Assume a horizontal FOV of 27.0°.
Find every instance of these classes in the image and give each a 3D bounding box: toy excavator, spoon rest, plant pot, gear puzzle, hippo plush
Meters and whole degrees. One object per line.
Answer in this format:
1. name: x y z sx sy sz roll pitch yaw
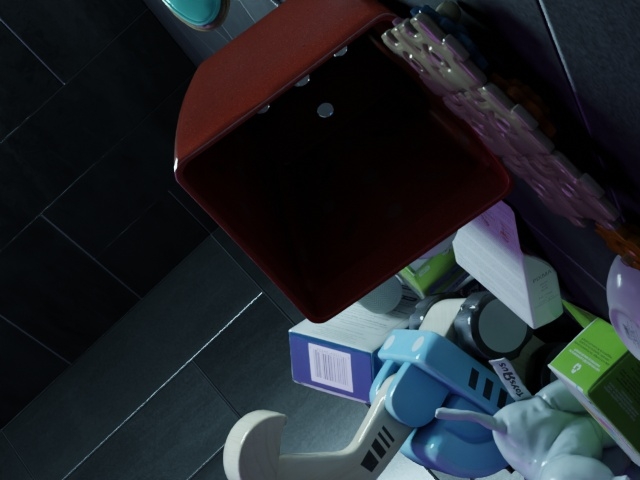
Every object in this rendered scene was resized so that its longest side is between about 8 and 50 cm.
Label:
1. toy excavator: 0.135 0.265 1.972 0.433 0.445 0.222 35 166 -16
2. spoon rest: 0.359 0.120 1.337 0.137 0.084 0.276 41 161 54
3. plant pot: 0.005 -0.124 1.438 0.267 0.267 0.235 49 -169 -35
4. gear puzzle: 0.197 -0.081 1.157 0.339 0.044 0.175 44 176 -7
5. hippo plush: 0.363 0.298 1.814 0.294 0.234 0.236 43 -172 -30

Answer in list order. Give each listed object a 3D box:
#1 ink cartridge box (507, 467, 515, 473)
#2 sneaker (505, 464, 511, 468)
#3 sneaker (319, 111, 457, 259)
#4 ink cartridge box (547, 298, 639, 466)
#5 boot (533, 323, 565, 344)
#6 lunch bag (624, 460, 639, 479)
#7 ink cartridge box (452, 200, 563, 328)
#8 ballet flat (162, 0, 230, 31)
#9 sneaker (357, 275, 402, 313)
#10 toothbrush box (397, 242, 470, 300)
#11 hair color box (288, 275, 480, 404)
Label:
1. ink cartridge box: 0.308 0.284 2.360 0.130 0.272 0.309 45 178 35
2. sneaker: 0.375 0.310 2.183 0.108 0.271 0.100 30 -136 -21
3. sneaker: 0.036 -0.125 1.717 0.236 0.130 0.323 41 -172 -41
4. ink cartridge box: 0.379 0.191 1.712 0.189 0.097 0.255 47 177 -16
5. boot: 0.336 0.135 2.136 0.099 0.045 0.121 46 171 -35
6. lunch bag: 0.505 0.408 2.047 0.243 0.115 0.303 36 -155 -40
7. ink cartridge box: 0.231 -0.013 1.739 0.181 0.056 0.224 45 158 44
8. ballet flat: -0.224 -0.437 1.969 0.342 0.116 0.124 46 -162 17
9. sneaker: 0.000 0.000 2.231 0.292 0.108 0.169 47 177 -25
10. toothbrush box: 0.137 -0.023 2.124 0.206 0.122 0.283 47 179 16
11. hair color box: 0.118 0.148 2.293 0.174 0.347 0.105 13 118 35
